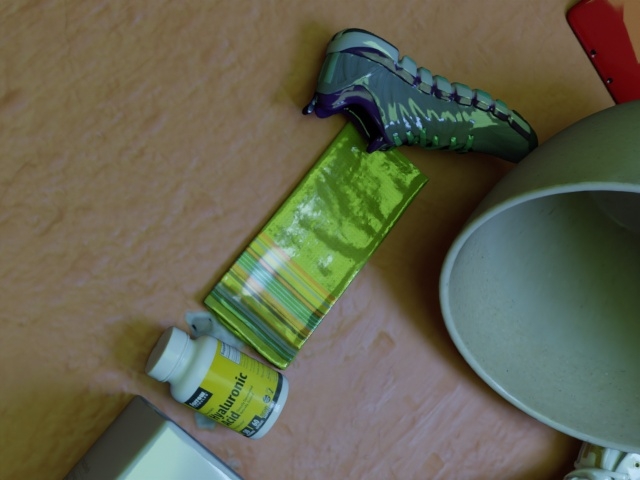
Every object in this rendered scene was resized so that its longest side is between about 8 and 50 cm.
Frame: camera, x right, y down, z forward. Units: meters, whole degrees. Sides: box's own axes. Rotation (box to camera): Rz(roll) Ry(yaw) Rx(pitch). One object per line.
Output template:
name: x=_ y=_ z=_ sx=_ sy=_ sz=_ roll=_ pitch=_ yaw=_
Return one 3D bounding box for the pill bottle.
pill bottle: x=-0.092 y=0.122 z=0.875 sx=0.116 sy=0.065 sz=0.065 roll=31 pitch=79 yaw=-16

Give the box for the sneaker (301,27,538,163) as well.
sneaker: x=0.093 y=-0.106 z=0.939 sx=0.224 sy=0.083 sz=0.098 roll=26 pitch=76 yaw=-7

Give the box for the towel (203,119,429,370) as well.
towel: x=0.000 y=0.000 z=0.934 sx=0.102 sy=0.021 sz=0.237 roll=42 pitch=76 yaw=-15

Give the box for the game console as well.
game console: x=0.349 y=-0.222 z=1.068 sx=0.144 sy=0.085 sz=0.124 roll=56 pitch=42 yaw=-11

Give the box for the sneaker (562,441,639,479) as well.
sneaker: x=0.240 y=0.251 z=0.977 sx=0.292 sy=0.108 sz=0.169 roll=18 pitch=81 yaw=-28

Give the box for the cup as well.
cup: x=0.302 y=0.004 z=0.915 sx=0.331 sy=0.331 sz=0.237 roll=43 pitch=48 yaw=-14

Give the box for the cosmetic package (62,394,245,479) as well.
cosmetic package: x=-0.142 y=0.249 z=0.808 sx=0.151 sy=0.151 sz=0.183 roll=44 pitch=77 yaw=-14
